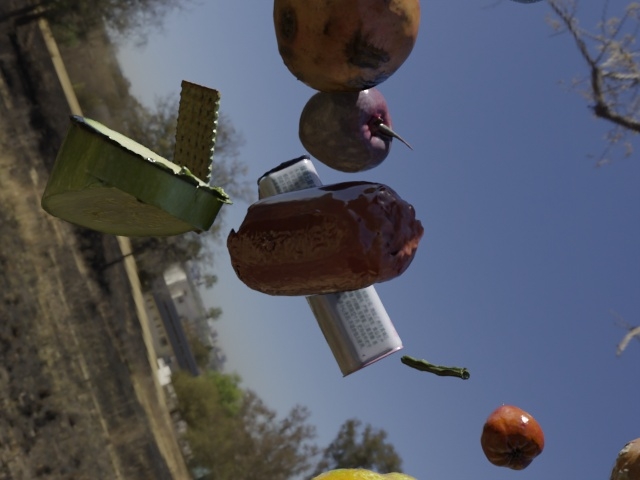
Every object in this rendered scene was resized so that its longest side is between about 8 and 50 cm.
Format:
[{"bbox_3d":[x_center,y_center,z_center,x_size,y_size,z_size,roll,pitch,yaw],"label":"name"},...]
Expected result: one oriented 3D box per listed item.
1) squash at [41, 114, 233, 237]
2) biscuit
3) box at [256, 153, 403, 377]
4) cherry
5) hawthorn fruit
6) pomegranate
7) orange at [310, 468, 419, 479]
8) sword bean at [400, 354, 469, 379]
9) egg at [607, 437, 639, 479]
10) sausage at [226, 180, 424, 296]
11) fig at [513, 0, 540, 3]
[{"bbox_3d":[-0.224,-0.057,0.962,0.133,0.220,0.220,-67,-167,-5],"label":"squash"},{"bbox_3d":[-0.206,-0.135,1.271,0.139,0.016,0.231,27,-68,51],"label":"biscuit"},{"bbox_3d":[0.006,0.047,1.357,0.369,0.112,0.190,62,-10,11],"label":"box"},{"bbox_3d":[0.064,-0.259,1.789,0.183,0.266,0.213,-43,124,-55],"label":"cherry"},{"bbox_3d":[0.368,0.384,1.551,0.140,0.125,0.125,38,-32,45],"label":"hawthorn fruit"},{"bbox_3d":[0.047,-0.450,1.596,0.322,0.322,0.322,160,-90,-78],"label":"pomegranate"},{"bbox_3d":[0.080,0.395,0.884,0.196,0.334,0.262,-18,-125,42],"label":"orange"},{"bbox_3d":[0.097,0.110,0.677,0.083,0.012,0.012,2,-67,57],"label":"sword bean"},{"bbox_3d":[0.590,0.425,1.344,0.233,0.195,0.195,106,-37,-53],"label":"egg"},{"bbox_3d":[0.000,0.000,1.071,0.152,0.280,0.152,22,64,-57],"label":"sausage"},{"bbox_3d":[0.165,-0.353,0.759,0.206,0.275,0.206,-15,-109,50],"label":"fig"}]
